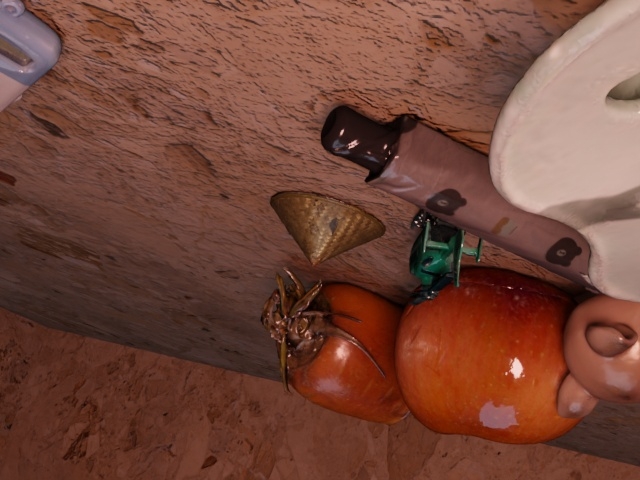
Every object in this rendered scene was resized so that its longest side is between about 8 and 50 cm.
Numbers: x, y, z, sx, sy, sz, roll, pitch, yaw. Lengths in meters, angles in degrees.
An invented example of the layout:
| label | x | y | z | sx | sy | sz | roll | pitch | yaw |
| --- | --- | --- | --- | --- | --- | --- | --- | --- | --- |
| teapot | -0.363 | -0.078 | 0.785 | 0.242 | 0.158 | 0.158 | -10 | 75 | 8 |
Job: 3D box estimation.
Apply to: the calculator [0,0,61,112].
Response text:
| label | x | y | z | sx | sy | sz | roll | pitch | yaw |
| --- | --- | --- | --- | --- | --- | --- | --- | --- | --- |
| calculator | -0.323 | -0.161 | 0.752 | 0.210 | 0.039 | 0.121 | -24 | 141 | 37 |

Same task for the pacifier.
| label | x | y | z | sx | sy | sz | roll | pitch | yaw |
| --- | --- | --- | --- | --- | --- | --- | --- | --- | --- |
| pacifier | 0.257 | -0.003 | 0.430 | 0.288 | 0.269 | 0.343 | -26 | 146 | 30 |

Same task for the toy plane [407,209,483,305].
| label | x | y | z | sx | sy | sz | roll | pitch | yaw |
| --- | --- | --- | --- | --- | --- | --- | --- | --- | --- |
| toy plane | 0.124 | 0.016 | 0.889 | 0.060 | 0.096 | 0.235 | 16 | 168 | 0 |

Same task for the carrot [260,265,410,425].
| label | x | y | z | sx | sy | sz | roll | pitch | yaw |
| --- | --- | --- | --- | --- | --- | --- | --- | --- | --- |
| carrot | 0.045 | 0.173 | 1.313 | 0.331 | 0.193 | 0.214 | 27 | -162 | -23 |

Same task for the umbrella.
| label | x | y | z | sx | sy | sz | roll | pitch | yaw |
| --- | --- | --- | --- | --- | --- | --- | --- | --- | --- |
| umbrella | 0.152 | -0.035 | 0.758 | 0.337 | 0.067 | 0.073 | 24 | 152 | -21 |

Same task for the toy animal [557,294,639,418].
| label | x | y | z | sx | sy | sz | roll | pitch | yaw |
| --- | --- | --- | --- | --- | --- | --- | --- | --- | --- |
| toy animal | 0.385 | 0.117 | 0.902 | 0.248 | 0.149 | 0.165 | 1 | 128 | 1 |

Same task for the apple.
| label | x | y | z | sx | sy | sz | roll | pitch | yaw |
| --- | --- | --- | --- | --- | --- | --- | --- | --- | --- |
| apple | 0.221 | 0.154 | 1.076 | 0.272 | 0.206 | 0.251 | 1 | 161 | 39 |

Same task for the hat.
| label | x | y | z | sx | sy | sz | roll | pitch | yaw |
| --- | --- | --- | --- | --- | --- | --- | --- | --- | --- |
| hat | 0.000 | 0.000 | 1.016 | 0.146 | 0.067 | 0.146 | 15 | 164 | 4 |
